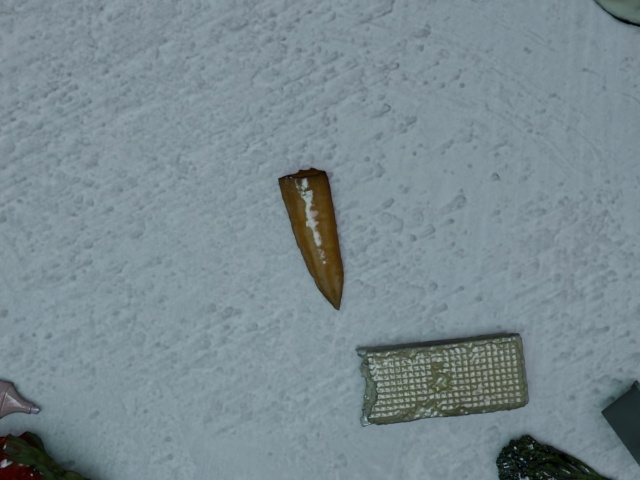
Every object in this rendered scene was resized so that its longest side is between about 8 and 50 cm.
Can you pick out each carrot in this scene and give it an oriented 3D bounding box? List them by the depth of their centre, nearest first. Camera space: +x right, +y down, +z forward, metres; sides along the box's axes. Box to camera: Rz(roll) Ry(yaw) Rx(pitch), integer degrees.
[{"bbox_3d":[0.000,0.000,1.136,0.072,0.072,0.205,-16,96,1],"label":"carrot"}]

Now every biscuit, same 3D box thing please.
[{"bbox_3d":[0.168,0.194,1.132,0.239,0.062,0.108,-6,91,1],"label":"biscuit"}]

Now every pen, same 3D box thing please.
[{"bbox_3d":[-0.493,0.215,1.159,0.197,0.032,0.053,18,90,3],"label":"pen"}]

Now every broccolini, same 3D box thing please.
[{"bbox_3d":[0.346,0.328,1.130,0.203,0.068,0.091,10,72,0],"label":"broccolini"}]

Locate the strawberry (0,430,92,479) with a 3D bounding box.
[{"bbox_3d":[-0.426,0.402,1.052,0.257,0.257,0.276,31,80,0],"label":"strawberry"}]

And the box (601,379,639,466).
[{"bbox_3d":[0.443,0.261,1.102,0.069,0.084,0.122,-38,46,11],"label":"box"}]

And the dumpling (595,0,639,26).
[{"bbox_3d":[0.451,-0.374,1.096,0.247,0.142,0.172,25,123,14],"label":"dumpling"}]
